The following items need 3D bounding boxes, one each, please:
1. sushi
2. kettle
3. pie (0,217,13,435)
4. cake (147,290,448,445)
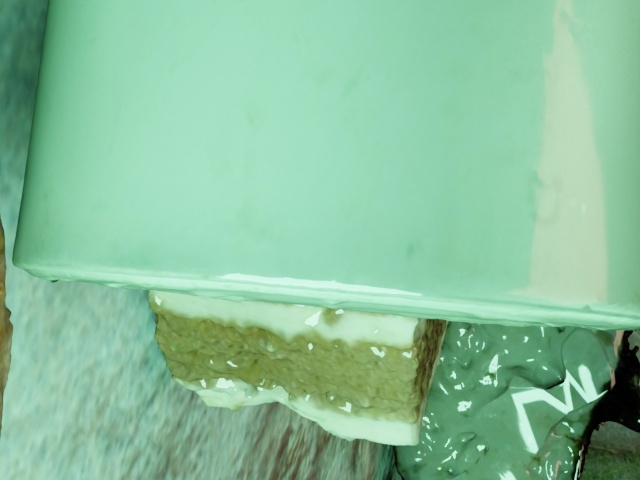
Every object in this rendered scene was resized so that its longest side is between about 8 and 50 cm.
[{"bbox_3d":[0.202,0.108,1.301,0.348,0.234,0.207,-68,165,-2],"label":"sushi"},{"bbox_3d":[0.047,-0.131,0.464,0.205,0.265,0.317,71,23,-85],"label":"kettle"},{"bbox_3d":[-0.129,0.035,0.353,0.182,0.050,0.182,7,90,-79],"label":"pie"},{"bbox_3d":[0.000,0.000,0.652,0.147,0.135,0.134,79,23,-50],"label":"cake"}]
